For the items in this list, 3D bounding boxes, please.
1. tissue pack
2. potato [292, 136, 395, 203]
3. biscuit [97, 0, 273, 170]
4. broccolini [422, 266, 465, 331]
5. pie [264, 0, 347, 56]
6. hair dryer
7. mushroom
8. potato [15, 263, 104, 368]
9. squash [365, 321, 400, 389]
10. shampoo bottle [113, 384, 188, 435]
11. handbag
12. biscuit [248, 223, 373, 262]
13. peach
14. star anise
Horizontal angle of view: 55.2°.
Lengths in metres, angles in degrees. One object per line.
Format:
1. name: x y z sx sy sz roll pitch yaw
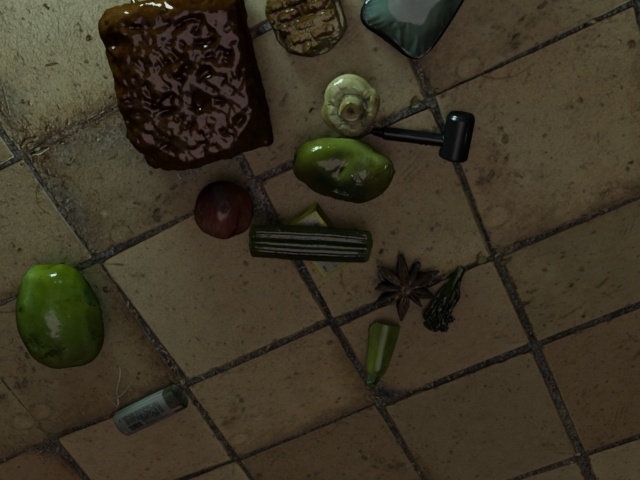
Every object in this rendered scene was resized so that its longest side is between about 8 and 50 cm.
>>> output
1. tissue pack: 0.000 0.000 1.629 0.095 0.062 0.176 -31 111 16
2. potato: 0.054 -0.171 1.500 0.248 0.144 0.169 12 130 -3
3. biscuit: -0.305 -0.369 1.412 0.342 0.166 0.395 -12 112 4
4. broccolini: 0.346 0.168 1.699 0.091 0.068 0.203 22 113 12
5. pie: -0.036 -0.520 1.404 0.195 0.046 0.195 0 114 -1
6. hair dryer: 0.251 -0.271 1.513 0.247 0.071 0.114 10 115 6
7. mushroom: 0.070 -0.321 1.457 0.147 0.112 0.148 0 123 1
8. potato: -0.704 0.210 1.658 0.215 0.216 0.305 -1 117 1
9. squash: 0.167 0.334 1.773 0.090 0.075 0.200 14 93 -25
10. shampoo bottle: -0.520 0.520 1.874 0.227 0.056 0.086 -28 112 13
11. handbag: 0.247 -0.581 1.363 0.191 0.075 0.332 33 114 -10
12. biscuit: -0.025 0.011 1.581 0.322 0.038 0.099 4 112 1
13. peach: -0.245 -0.086 1.559 0.151 0.152 0.152 0 114 1
14. star anise: 0.235 0.130 1.684 0.182 0.065 0.195 6 104 -5
